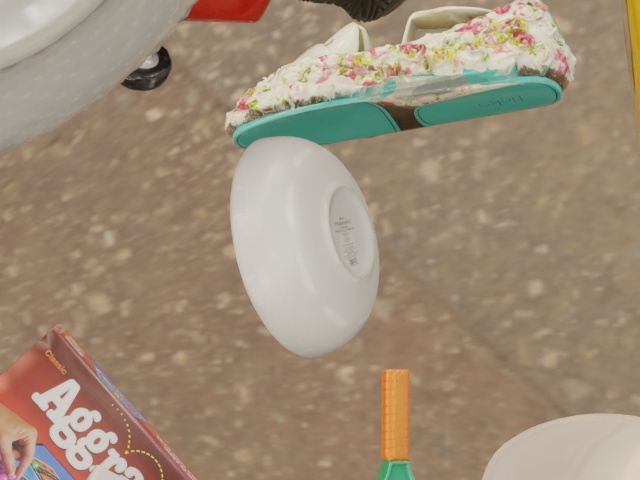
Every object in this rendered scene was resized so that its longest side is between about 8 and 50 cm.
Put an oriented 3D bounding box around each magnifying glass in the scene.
[{"bbox_3d":[0.076,0.244,1.938,0.092,0.026,0.231,1,86,-27],"label":"magnifying glass"}]

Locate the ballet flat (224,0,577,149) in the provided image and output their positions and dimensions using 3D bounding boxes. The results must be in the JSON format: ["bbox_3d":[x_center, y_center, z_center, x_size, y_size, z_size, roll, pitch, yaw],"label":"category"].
[{"bbox_3d":[0.052,-0.113,1.306,0.241,0.091,0.077,-8,69,11],"label":"ballet flat"}]

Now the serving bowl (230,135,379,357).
[{"bbox_3d":[0.000,0.000,0.712,0.083,0.027,0.083,35,48,-52],"label":"serving bowl"}]

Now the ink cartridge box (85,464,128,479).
[{"bbox_3d":[-0.119,0.314,1.128,0.198,0.270,0.197,29,120,-8],"label":"ink cartridge box"}]

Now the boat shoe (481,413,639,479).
[{"bbox_3d":[0.277,0.201,1.231,0.158,0.340,0.127,42,61,-49],"label":"boat shoe"}]

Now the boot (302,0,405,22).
[{"bbox_3d":[-0.028,-0.258,1.392,0.076,0.189,0.208,-48,66,17],"label":"boot"}]

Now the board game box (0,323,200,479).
[{"bbox_3d":[-0.158,0.215,1.464,0.145,0.027,0.281,-42,90,7],"label":"board game box"}]

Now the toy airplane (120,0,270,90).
[{"bbox_3d":[-0.265,-0.319,1.716,0.384,0.386,0.272,60,27,-34],"label":"toy airplane"}]

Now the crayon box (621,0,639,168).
[{"bbox_3d":[0.207,-0.107,0.688,0.202,0.081,0.318,-7,126,9],"label":"crayon box"}]

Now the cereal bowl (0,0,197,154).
[{"bbox_3d":[-0.149,-0.155,0.668,0.339,0.141,0.339,-19,132,-23],"label":"cereal bowl"}]
